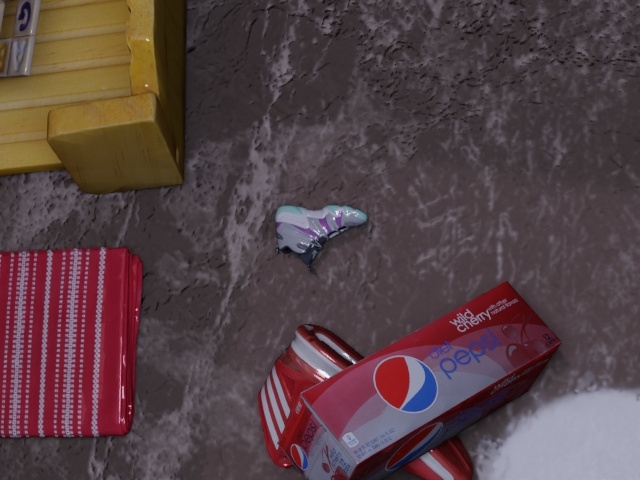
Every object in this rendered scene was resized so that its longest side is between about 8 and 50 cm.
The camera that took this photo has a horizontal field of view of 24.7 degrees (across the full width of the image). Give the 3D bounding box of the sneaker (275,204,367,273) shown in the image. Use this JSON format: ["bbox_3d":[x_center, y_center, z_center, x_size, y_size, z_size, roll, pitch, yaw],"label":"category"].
[{"bbox_3d":[0.000,0.000,1.490,0.098,0.038,0.069,-1,78,23],"label":"sneaker"}]

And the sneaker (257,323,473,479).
[{"bbox_3d":[0.034,0.194,1.426,0.221,0.087,0.128,41,108,15],"label":"sneaker"}]

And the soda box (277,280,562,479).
[{"bbox_3d":[0.093,0.137,1.333,0.263,0.092,0.083,-26,64,-34],"label":"soda box"}]

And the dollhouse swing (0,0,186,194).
[{"bbox_3d":[-0.296,-0.243,1.500,0.305,0.315,0.346,0,77,2],"label":"dollhouse swing"}]

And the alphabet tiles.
[{"bbox_3d":[-0.342,-0.261,1.507,0.237,0.009,0.198,4,85,51],"label":"alphabet tiles"}]

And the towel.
[{"bbox_3d":[-0.321,0.109,1.541,0.275,0.031,0.198,-2,78,15],"label":"towel"}]
